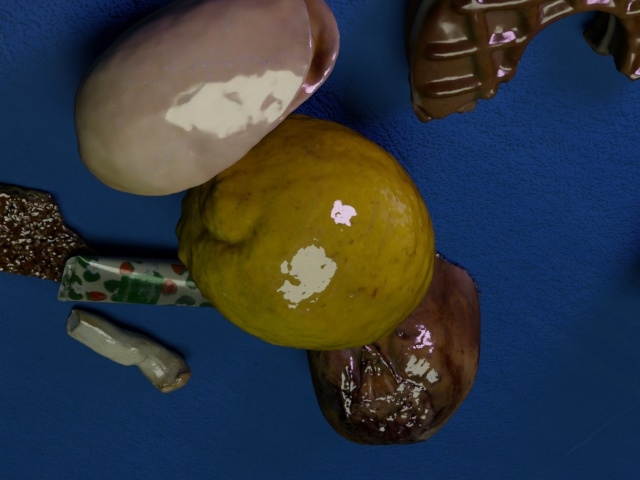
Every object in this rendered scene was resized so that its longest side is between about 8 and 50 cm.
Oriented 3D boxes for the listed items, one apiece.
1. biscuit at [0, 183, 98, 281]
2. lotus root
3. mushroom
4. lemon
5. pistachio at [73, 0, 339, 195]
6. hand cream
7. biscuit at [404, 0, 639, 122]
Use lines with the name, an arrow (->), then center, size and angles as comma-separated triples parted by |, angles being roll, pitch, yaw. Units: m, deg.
biscuit -> -0.370, -0.011, 1.594 | 0.237, 0.026, 0.131 | 13, 132, -26
lotus root -> 0.102, 0.162, 1.808 | 0.272, 0.192, 0.272 | -3, 135, -3
mushroom -> -0.256, 0.147, 1.778 | 0.059, 0.054, 0.202 | -36, 129, 24
lemon -> -0.004, -0.002, 1.528 | 0.316, 0.285, 0.285 | 17, 130, -17
pistachio -> -0.124, -0.158, 1.390 | 0.299, 0.187, 0.187 | -26, 136, 17
hand cream -> -0.188, 0.053, 1.684 | 0.276, 0.059, 0.095 | 2, 142, -19
biscuit -> 0.269, -0.258, 1.447 | 0.366, 0.115, 0.268 | -11, 138, -5
